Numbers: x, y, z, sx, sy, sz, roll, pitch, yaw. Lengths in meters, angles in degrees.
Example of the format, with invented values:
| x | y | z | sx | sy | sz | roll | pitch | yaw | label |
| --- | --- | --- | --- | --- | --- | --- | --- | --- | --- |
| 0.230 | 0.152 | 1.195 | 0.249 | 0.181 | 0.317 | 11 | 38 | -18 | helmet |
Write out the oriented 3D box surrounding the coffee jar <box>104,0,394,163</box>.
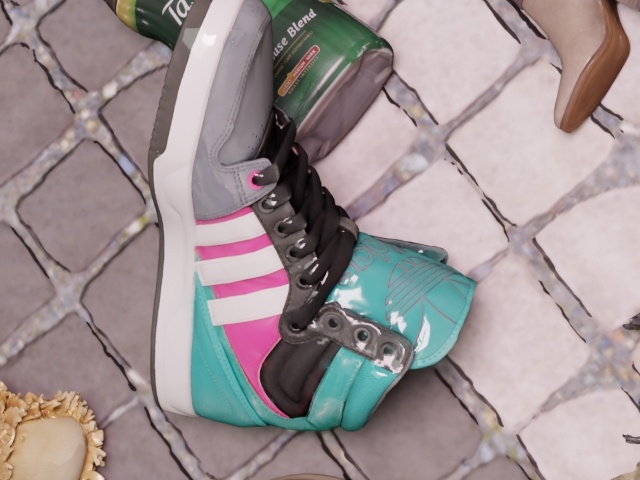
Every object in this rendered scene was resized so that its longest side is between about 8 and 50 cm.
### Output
| x | y | z | sx | sy | sz | roll | pitch | yaw | label |
| --- | --- | --- | --- | --- | --- | --- | --- | --- | --- |
| -0.051 | -0.135 | 1.158 | 0.184 | 0.079 | 0.096 | 41 | 99 | 19 | coffee jar |

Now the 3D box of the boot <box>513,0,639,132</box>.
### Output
| x | y | z | sx | sy | sz | roll | pitch | yaw | label |
| --- | --- | --- | --- | --- | --- | --- | --- | --- | --- |
| 0.142 | -0.133 | 1.113 | 0.087 | 0.042 | 0.118 | 34 | 96 | 26 | boot |

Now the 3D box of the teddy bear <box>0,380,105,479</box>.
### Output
| x | y | z | sx | sy | sz | roll | pitch | yaw | label |
| --- | --- | --- | --- | --- | --- | --- | --- | --- | --- |
| -0.299 | 0.129 | 1.222 | 0.338 | 0.113 | 0.245 | 5 | 94 | 13 | teddy bear |

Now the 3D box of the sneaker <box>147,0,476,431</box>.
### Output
| x | y | z | sx | sy | sz | roll | pitch | yaw | label |
| --- | --- | --- | --- | --- | --- | --- | --- | --- | --- |
| 0.000 | 0.000 | 1.061 | 0.178 | 0.124 | 0.295 | 12 | 131 | 10 | sneaker |

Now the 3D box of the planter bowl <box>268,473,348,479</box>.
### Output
| x | y | z | sx | sy | sz | roll | pitch | yaw | label |
| --- | --- | --- | --- | --- | --- | --- | --- | --- | --- |
| -0.025 | 0.219 | 1.101 | 0.162 | 0.109 | 0.162 | -2 | 85 | 20 | planter bowl |

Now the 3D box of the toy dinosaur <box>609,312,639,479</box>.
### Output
| x | y | z | sx | sy | sz | roll | pitch | yaw | label |
| --- | --- | --- | --- | --- | --- | --- | --- | --- | --- |
| 0.239 | 0.076 | 1.048 | 0.268 | 0.064 | 0.118 | -27 | 83 | 13 | toy dinosaur |
